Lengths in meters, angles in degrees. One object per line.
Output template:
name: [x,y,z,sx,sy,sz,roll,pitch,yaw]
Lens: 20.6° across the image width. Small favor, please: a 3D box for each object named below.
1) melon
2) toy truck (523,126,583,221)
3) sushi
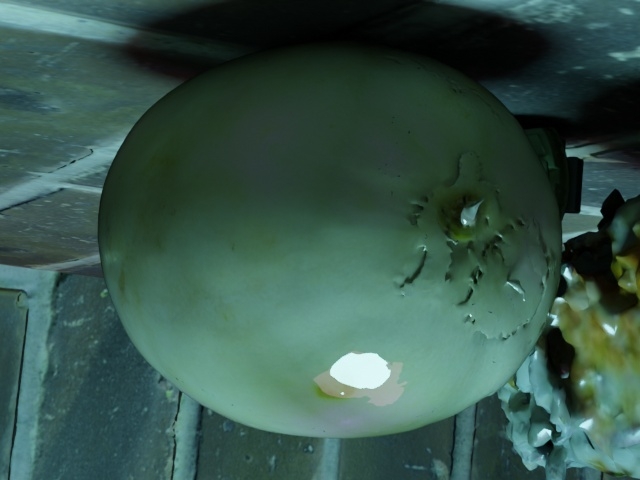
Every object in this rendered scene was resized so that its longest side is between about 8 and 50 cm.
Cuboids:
melon: [0.000,0.000,0.981,0.223,0.223,0.317,9,175,-31]
toy truck: [0.087,-0.042,1.185,0.169,0.077,0.100,4,176,21]
sushi: [0.288,0.029,1.083,0.418,0.175,0.417,-13,178,0]
